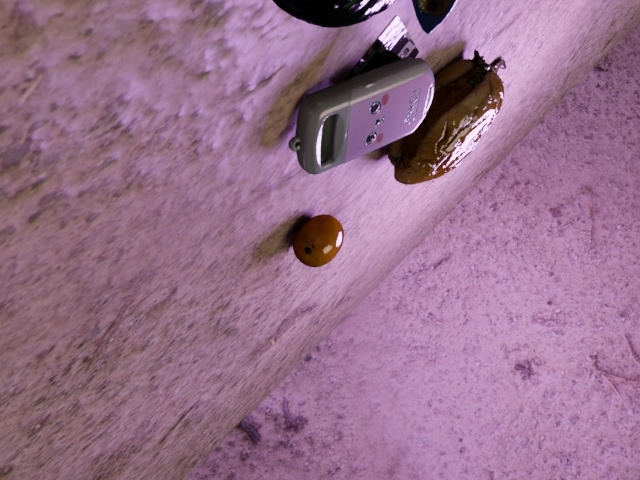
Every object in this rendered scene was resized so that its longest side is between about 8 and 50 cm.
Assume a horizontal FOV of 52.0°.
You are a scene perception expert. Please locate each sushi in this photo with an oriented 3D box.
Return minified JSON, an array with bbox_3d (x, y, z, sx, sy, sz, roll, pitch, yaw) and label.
[{"bbox_3d":[0.086,-0.218,1.020,0.215,0.050,0.192,-49,166,11],"label":"sushi"}]

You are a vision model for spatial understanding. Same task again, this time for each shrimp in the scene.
[{"bbox_3d":[0.427,-0.396,1.594,0.091,0.034,0.161,-55,164,27],"label":"shrimp"}]

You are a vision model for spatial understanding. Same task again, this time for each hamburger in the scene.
[{"bbox_3d":[0.243,-0.225,1.318,0.309,0.132,0.211,-53,168,31],"label":"hamburger"}]

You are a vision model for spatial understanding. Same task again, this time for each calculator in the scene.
[{"bbox_3d":[0.060,-0.179,0.945,0.246,0.045,0.141,-25,149,-22],"label":"calculator"}]

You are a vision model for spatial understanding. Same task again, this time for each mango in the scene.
[{"bbox_3d":[-0.003,0.003,1.307,0.111,0.089,0.163,-45,175,-10],"label":"mango"}]

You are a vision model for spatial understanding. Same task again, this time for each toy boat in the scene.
[{"bbox_3d":[0.152,-0.347,0.833,0.229,0.080,0.046,79,20,-73],"label":"toy boat"}]

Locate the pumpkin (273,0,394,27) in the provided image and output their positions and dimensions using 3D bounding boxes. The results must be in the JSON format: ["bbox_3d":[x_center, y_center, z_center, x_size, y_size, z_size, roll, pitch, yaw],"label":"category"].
[{"bbox_3d":[0.029,-0.265,0.520,0.202,0.140,0.202,-43,163,-16],"label":"pumpkin"}]
